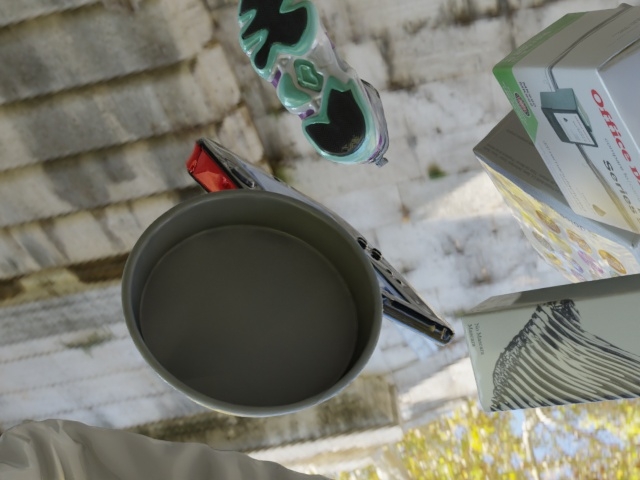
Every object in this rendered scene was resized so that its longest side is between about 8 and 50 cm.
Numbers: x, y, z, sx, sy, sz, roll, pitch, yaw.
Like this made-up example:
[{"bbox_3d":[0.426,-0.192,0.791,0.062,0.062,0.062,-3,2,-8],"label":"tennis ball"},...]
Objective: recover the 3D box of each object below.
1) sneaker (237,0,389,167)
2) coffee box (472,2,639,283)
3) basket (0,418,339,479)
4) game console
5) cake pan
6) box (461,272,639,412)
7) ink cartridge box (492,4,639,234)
[{"bbox_3d":[0.000,-0.073,0.498,0.038,0.069,0.098,-30,-103,15],"label":"sneaker"},{"bbox_3d":[0.511,-0.092,1.664,0.338,0.334,0.337,-45,-135,-4],"label":"coffee box"},{"bbox_3d":[-0.041,0.281,0.499,0.328,0.267,0.331,12,-167,-1],"label":"basket"},{"bbox_3d":[0.000,0.000,1.585,0.060,0.386,0.342,-55,-134,7],"label":"game console"},{"bbox_3d":[-0.077,0.073,1.225,0.293,0.054,0.293,6,-125,-9],"label":"cake pan"},{"bbox_3d":[0.290,0.097,1.084,0.275,0.094,0.113,-13,-87,31],"label":"box"},{"bbox_3d":[0.318,-0.124,1.124,0.121,0.211,0.289,-34,-168,-3],"label":"ink cartridge box"}]
